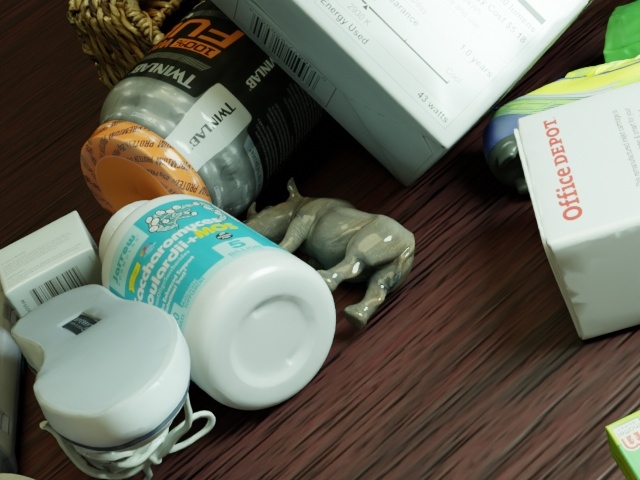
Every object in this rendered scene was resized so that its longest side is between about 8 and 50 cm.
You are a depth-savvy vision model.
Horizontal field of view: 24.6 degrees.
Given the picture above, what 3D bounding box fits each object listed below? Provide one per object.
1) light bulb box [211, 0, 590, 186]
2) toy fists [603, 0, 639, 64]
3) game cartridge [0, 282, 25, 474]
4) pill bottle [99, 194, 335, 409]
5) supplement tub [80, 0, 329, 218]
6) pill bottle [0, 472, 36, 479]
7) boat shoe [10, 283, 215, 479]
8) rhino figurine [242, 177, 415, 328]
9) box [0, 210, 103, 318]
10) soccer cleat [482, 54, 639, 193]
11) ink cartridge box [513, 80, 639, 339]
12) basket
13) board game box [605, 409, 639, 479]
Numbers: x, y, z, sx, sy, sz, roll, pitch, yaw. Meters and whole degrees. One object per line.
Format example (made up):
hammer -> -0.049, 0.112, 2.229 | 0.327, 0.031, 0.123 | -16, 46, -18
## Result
light bulb box -> 0.098, -0.313, 1.451 | 0.361, 0.358, 0.225 | -46, 0, -10
toy fists -> 0.392, -0.250, 1.520 | 0.142, 0.096, 0.279 | -15, 34, 36
game cartridge -> -0.408, 0.175, 1.473 | 0.230, 0.068, 0.355 | -17, 34, 4
pill bottle -> -0.112, 0.045, 1.385 | 0.146, 0.146, 0.264 | -37, 36, -18
supplement tub -> -0.106, -0.149, 1.600 | 0.193, 0.194, 0.316 | 7, 45, 38
pill bottle -> -0.278, 0.300, 1.165 | 0.121, 0.121, 0.221 | -5, 39, 27
boat shoe -> -0.176, 0.149, 1.274 | 0.136, 0.156, 0.367 | -30, 17, -17
rhino figurine -> 0.000, 0.000, 1.443 | 0.106, 0.073, 0.243 | -41, 36, -17
box -> -0.267, 0.046, 1.518 | 0.101, 0.102, 0.087 | -29, 36, -5
soccer cleat -> 0.287, -0.143, 1.410 | 0.289, 0.093, 0.121 | -22, 39, 21
ink cartridge box -> 0.325, -0.051, 1.269 | 0.278, 0.117, 0.201 | -17, 35, 10
basket -> -0.135, -0.315, 1.823 | 0.223, 0.213, 0.299 | 7, 45, 39
board game box -> 0.280, 0.186, 1.003 | 0.092, 0.043, 0.181 | -25, 50, -2
